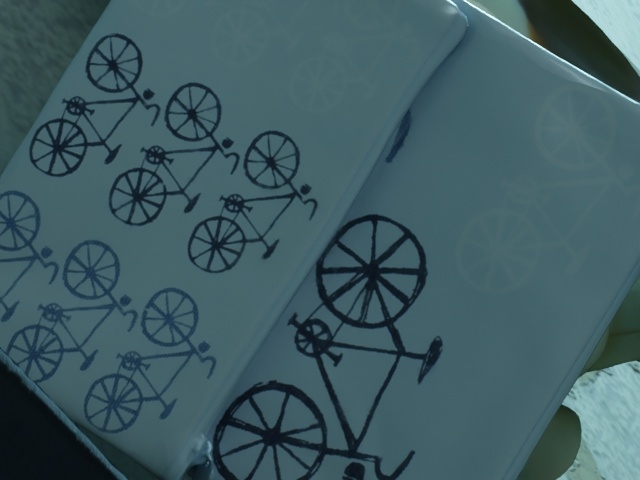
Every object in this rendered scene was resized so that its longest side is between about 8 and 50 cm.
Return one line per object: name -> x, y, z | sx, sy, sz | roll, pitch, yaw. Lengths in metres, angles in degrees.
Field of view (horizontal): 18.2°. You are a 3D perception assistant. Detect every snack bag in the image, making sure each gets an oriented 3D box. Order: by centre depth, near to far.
snack bag -> 0.000, 0.000, 1.095 | 0.342, 0.323, 0.037 | 32, -6, 4

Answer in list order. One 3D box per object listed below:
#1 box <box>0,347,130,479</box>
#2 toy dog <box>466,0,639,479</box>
box -> -0.209, 0.070, 0.696 | 0.294, 0.183, 0.296 | 37, -12, 31
toy dog -> 0.160, -0.044, 1.256 | 0.408, 0.395, 0.284 | 20, 22, 6
